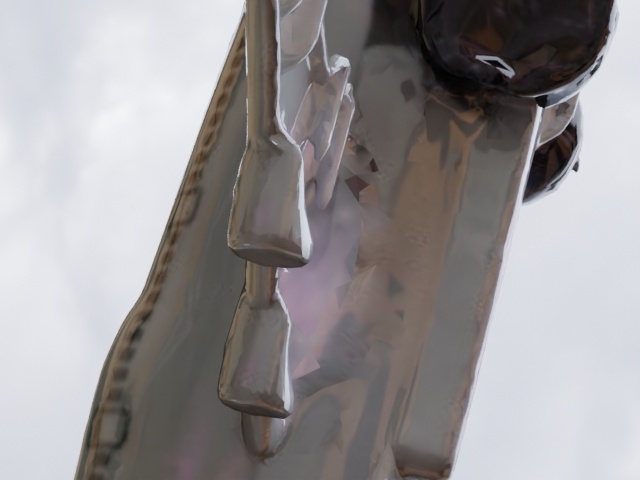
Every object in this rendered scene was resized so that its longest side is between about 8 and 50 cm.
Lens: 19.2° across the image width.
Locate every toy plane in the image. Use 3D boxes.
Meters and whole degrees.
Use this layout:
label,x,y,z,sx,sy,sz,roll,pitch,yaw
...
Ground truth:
label,x,y,z,sx,sy,sz,roll,pitch,yaw
toy plane,0.005,0.000,0.400,0.101,0.255,0.251,6,-14,4
